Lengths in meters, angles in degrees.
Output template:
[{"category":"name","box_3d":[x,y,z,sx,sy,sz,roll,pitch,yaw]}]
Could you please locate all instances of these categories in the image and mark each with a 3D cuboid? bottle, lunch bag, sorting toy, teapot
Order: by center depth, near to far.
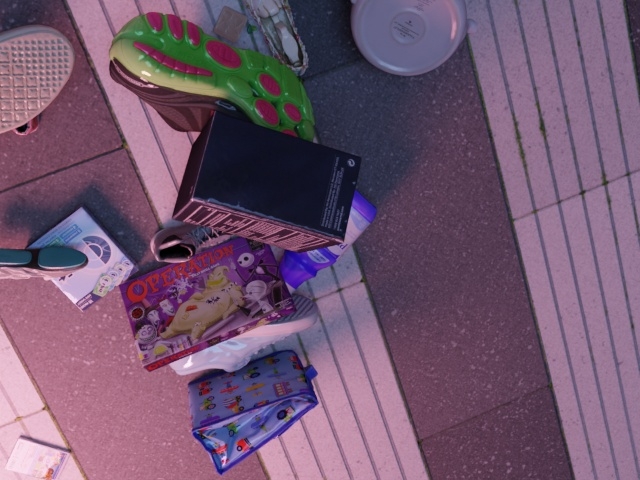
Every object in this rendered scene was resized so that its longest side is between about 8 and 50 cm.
[{"category":"teapot","box_3d":[0.179,-0.485,1.470,0.252,0.187,0.256,-13,129,19]},{"category":"sorting toy","box_3d":[-0.176,-0.445,1.471,0.083,0.012,0.062,27,95,2]},{"category":"bottle","box_3d":[0.000,0.000,1.611,0.118,0.092,0.283,41,93,-18]},{"category":"lunch bag","box_3d":[-0.144,0.359,1.615,0.293,0.221,0.138,-29,111,-3]}]

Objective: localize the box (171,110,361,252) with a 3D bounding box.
[{"category":"box","box_3d":[-0.116,-0.102,1.393,0.294,0.296,0.182,15,81,-17]}]

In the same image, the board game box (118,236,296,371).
[{"category":"board game box","box_3d":[-0.250,0.127,1.546,0.347,0.208,0.056,-22,149,-6]}]

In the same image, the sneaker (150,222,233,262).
[{"category":"sneaker","box_3d":[-0.257,-0.005,1.528,0.229,0.132,0.086,-25,110,-5]}]

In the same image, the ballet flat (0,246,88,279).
[{"category":"ballet flat","box_3d":[-0.593,0.052,1.468,0.213,0.072,0.068,2,135,-10]}]

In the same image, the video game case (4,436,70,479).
[{"category":"video game case","box_3d":[-0.664,0.516,1.650,0.122,0.011,0.087,24,99,-18]}]

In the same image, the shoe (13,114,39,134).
[{"category":"shoe","box_3d":[-0.600,-0.297,1.389,0.063,0.081,0.178,-11,108,-10]}]

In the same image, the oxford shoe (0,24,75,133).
[{"category":"oxford shoe","box_3d":[-0.654,-0.251,1.293,0.449,0.130,0.169,-38,133,2]}]

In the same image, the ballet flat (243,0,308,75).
[{"category":"ballet flat","box_3d":[-0.088,-0.455,1.466,0.091,0.077,0.241,-32,110,-2]}]

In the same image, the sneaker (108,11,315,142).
[{"category":"sneaker","box_3d":[-0.208,-0.301,1.447,0.483,0.202,0.185,26,67,-33]}]

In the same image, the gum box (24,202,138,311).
[{"category":"gum box","box_3d":[-0.517,0.038,1.528,0.157,0.041,0.184,-37,110,1]}]

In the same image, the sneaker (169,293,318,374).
[{"category":"sneaker","box_3d":[-0.181,0.222,1.627,0.366,0.135,0.150,-10,124,-3]}]
